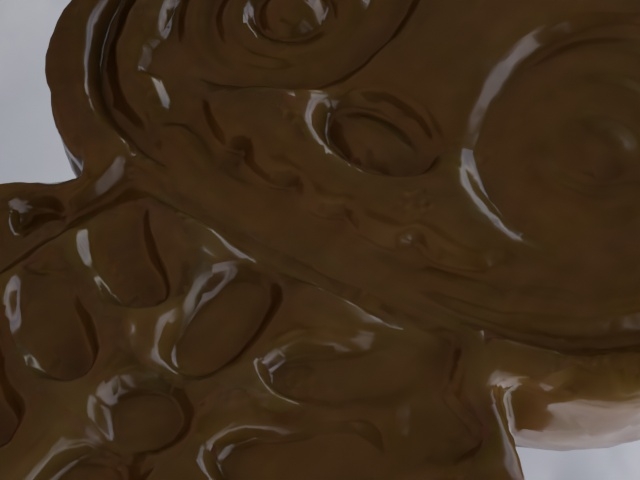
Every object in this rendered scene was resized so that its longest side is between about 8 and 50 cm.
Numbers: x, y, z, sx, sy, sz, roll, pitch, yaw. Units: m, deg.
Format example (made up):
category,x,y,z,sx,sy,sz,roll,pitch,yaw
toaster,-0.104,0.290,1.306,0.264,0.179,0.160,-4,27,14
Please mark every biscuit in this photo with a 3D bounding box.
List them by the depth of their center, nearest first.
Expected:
category,x,y,z,sx,sy,sz,roll,pitch,yaw
biscuit,0.000,-0.001,0.410,0.288,0.202,0.044,-46,153,-24
